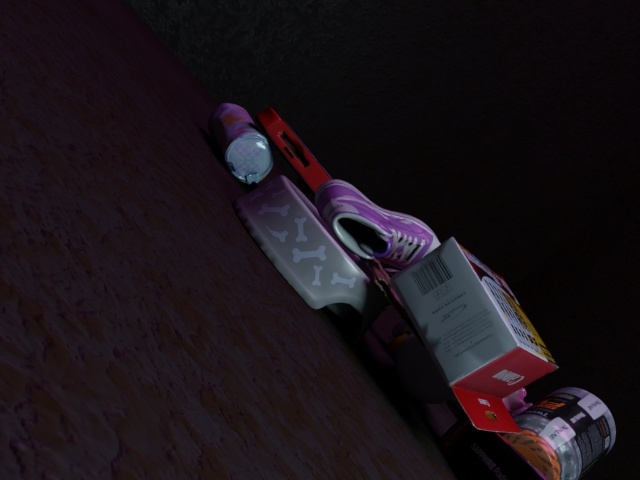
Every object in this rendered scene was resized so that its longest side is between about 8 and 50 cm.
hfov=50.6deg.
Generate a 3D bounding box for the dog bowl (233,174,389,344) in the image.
[{"bbox_3d":[-0.007,0.025,1.239,0.349,0.102,0.349,48,3,-4],"label":"dog bowl"}]

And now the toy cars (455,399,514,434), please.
[{"bbox_3d":[0.357,0.399,1.729,0.394,0.087,0.176,45,-24,-19],"label":"toy cars"}]

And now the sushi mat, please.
[{"bbox_3d":[0.137,0.098,1.248,0.151,0.019,0.316,54,5,-7],"label":"sushi mat"}]

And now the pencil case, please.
[{"bbox_3d":[-0.192,-0.235,1.609,0.273,0.113,0.124,-124,-169,-56],"label":"pencil case"}]

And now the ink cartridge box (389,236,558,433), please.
[{"bbox_3d":[0.284,0.172,1.140,0.309,0.130,0.272,27,32,-57],"label":"ink cartridge box"}]

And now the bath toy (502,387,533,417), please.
[{"bbox_3d":[0.506,0.457,1.881,0.348,0.129,0.151,65,30,-8],"label":"bath toy"}]

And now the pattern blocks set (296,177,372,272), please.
[{"bbox_3d":[0.037,-0.024,1.826,0.325,0.026,0.285,52,-7,15],"label":"pattern blocks set"}]

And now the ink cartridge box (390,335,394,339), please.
[{"bbox_3d":[0.282,0.260,1.826,0.092,0.143,0.090,47,4,-21],"label":"ink cartridge box"}]

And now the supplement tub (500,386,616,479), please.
[{"bbox_3d":[0.555,0.482,1.613,0.316,0.193,0.193,-10,52,-47],"label":"supplement tub"}]

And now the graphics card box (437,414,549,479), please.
[{"bbox_3d":[0.348,0.429,1.028,0.233,0.094,0.371,46,-1,-17],"label":"graphics card box"}]

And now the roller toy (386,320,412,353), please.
[{"bbox_3d":[0.269,0.220,1.576,0.146,0.209,0.191,65,18,11],"label":"roller toy"}]

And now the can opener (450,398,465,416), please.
[{"bbox_3d":[0.383,0.418,1.935,0.283,0.076,0.095,48,5,-24],"label":"can opener"}]

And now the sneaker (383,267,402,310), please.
[{"bbox_3d":[0.140,0.116,1.648,0.283,0.124,0.107,-21,-109,61],"label":"sneaker"}]

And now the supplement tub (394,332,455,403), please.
[{"bbox_3d":[0.233,0.253,1.369,0.144,0.144,0.199,50,4,17],"label":"supplement tub"}]

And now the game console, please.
[{"bbox_3d":[0.000,-0.135,1.628,0.386,0.060,0.342,53,2,11],"label":"game console"}]

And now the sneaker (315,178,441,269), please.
[{"bbox_3d":[0.118,0.008,1.195,0.282,0.102,0.161,25,19,-24],"label":"sneaker"}]
